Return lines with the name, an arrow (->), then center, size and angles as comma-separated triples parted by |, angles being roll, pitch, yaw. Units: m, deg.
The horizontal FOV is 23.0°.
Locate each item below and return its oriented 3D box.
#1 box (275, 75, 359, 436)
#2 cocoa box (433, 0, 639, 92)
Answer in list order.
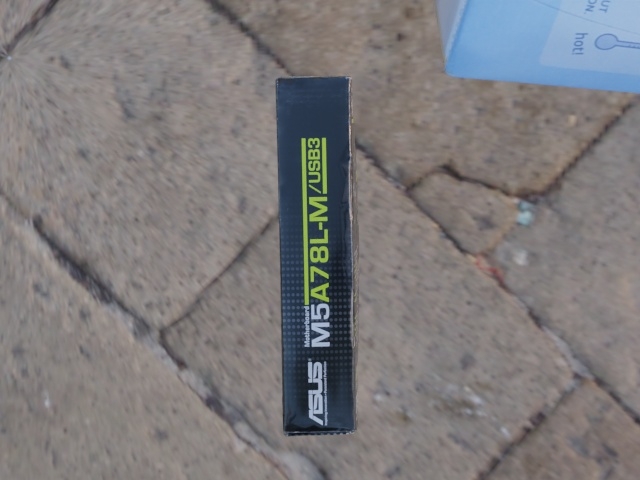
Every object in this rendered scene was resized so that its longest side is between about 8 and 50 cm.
box -> 0.000, 0.000, 0.877 | 0.045, 0.190, 0.184 | -3, 96, 2
cocoa box -> 0.177, -0.243, 0.558 | 0.231, 0.228, 0.347 | 5, 138, -9
